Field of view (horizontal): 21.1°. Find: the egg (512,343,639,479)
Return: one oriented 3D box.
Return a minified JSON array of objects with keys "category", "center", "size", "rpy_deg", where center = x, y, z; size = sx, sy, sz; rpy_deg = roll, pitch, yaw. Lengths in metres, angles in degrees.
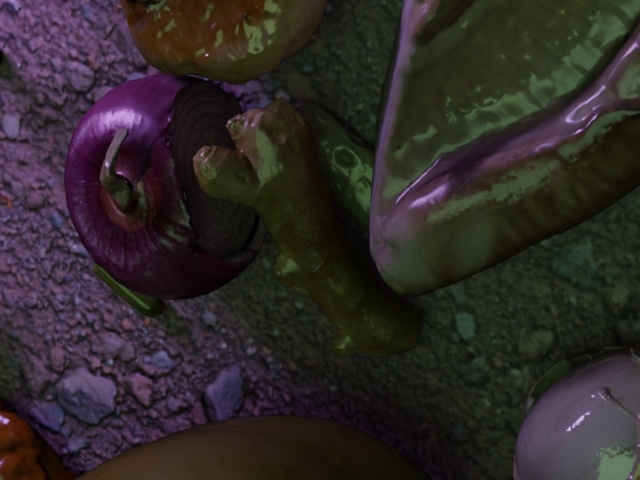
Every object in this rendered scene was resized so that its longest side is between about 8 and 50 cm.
[{"category":"egg","center":[0.280,0.212,1.543],"size":[0.201,0.201,0.244],"rpy_deg":[-19,109,22]}]

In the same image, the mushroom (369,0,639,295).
[{"category":"mushroom","center":[0.195,-0.127,1.489],"size":[0.314,0.224,0.397],"rpy_deg":[14,115,-2]}]

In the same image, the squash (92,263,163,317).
[{"category":"squash","center":[-0.194,0.049,1.750],"size":[0.083,0.027,0.027],"rpy_deg":[43,114,3]}]

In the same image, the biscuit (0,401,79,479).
[{"category":"biscuit","center":[-0.368,0.361,1.853],"size":[0.312,0.110,0.318],"rpy_deg":[-29,95,21]}]

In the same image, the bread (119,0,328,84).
[{"category":"bread","center":[-0.089,-0.263,1.572],"size":[0.244,0.134,0.244],"rpy_deg":[6,106,20]}]

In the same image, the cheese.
[{"category":"cheese","center":[0.043,-0.054,1.632],"size":[0.194,0.043,0.065],"rpy_deg":[42,115,4]}]

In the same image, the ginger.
[{"category":"ginger","center":[0.001,0.001,1.600],"size":[0.118,0.065,0.299],"rpy_deg":[-41,113,-8]}]

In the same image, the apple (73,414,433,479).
[{"category":"apple","center":[-0.074,0.382,1.588],"size":[0.474,0.473,0.473],"rpy_deg":[5,106,17]}]

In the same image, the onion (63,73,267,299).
[{"category":"onion","center":[-0.156,-0.047,1.637],"size":[0.201,0.200,0.207],"rpy_deg":[-26,112,23]}]
